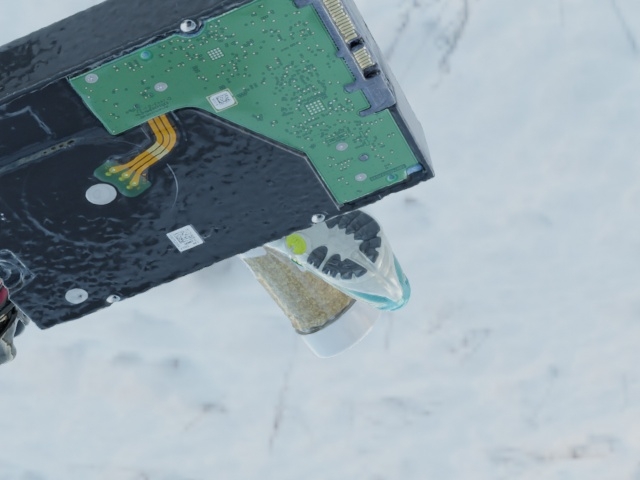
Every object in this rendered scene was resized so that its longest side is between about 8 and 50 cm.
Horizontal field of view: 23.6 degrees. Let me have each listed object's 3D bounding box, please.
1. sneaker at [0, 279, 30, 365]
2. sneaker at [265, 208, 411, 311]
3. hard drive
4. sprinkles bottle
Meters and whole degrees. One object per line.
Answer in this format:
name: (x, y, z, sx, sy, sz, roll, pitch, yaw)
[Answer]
sneaker: (-0.439, 0.069, 1.915, 0.185, 0.202, 0.483, -12, 180, 5)
sneaker: (0.000, 0.000, 1.704, 0.107, 0.275, 0.110, -46, 133, -3)
hard drive: (-0.114, -0.073, 1.104, 0.339, 0.064, 0.237, -21, 139, 13)
sprinkles bottle: (-0.062, -0.006, 2.066, 0.121, 0.121, 0.355, -22, 115, 37)
